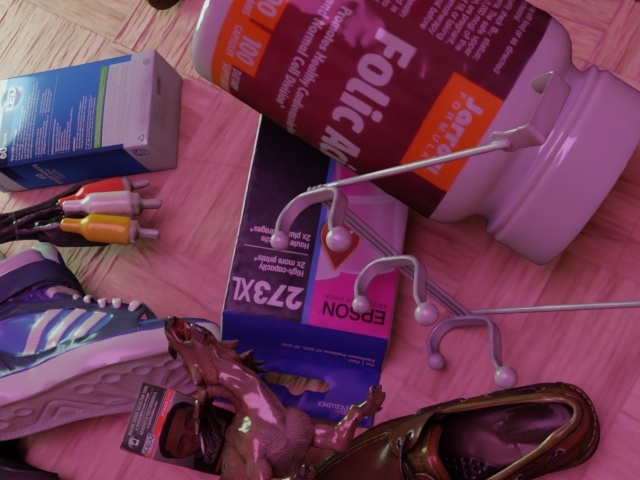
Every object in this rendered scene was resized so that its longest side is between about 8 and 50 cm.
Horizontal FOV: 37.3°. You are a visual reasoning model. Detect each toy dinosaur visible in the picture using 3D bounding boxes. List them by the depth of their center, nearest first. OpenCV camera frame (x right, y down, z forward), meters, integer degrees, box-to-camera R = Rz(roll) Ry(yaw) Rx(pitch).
[{"bbox_3d":[-0.058,0.219,0.895,0.200,0.127,0.296,5,94,40],"label":"toy dinosaur"}]

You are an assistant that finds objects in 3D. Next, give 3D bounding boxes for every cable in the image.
[{"bbox_3d":[-0.333,-0.034,1.110,0.287,0.072,0.139,-2,40,-17],"label":"cable"}]

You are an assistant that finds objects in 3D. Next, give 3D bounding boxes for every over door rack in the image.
[{"bbox_3d":[0.133,0.019,0.812,0.324,0.239,0.108,-22,37,47],"label":"over door rack"}]

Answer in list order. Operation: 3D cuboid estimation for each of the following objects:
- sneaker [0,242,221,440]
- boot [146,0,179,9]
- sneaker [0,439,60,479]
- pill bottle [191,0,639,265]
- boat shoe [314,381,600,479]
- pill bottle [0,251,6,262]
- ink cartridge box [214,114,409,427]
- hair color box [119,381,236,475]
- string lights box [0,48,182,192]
[{"bbox_3d":[-0.274,0.078,1.087,0.322,0.130,0.236,-17,55,4],"label":"sneaker"},{"bbox_3d":[-0.198,-0.429,1.268,0.213,0.077,0.165,-49,60,2],"label":"boot"},{"bbox_3d":[-0.384,0.228,1.099,0.222,0.083,0.118,7,74,24],"label":"sneaker"},{"bbox_3d":[0.095,-0.156,0.911,0.392,0.224,0.224,32,84,3],"label":"pill bottle"},{"bbox_3d":[0.109,0.202,0.903,0.307,0.104,0.111,-26,67,13],"label":"boat shoe"},{"bbox_3d":[-0.489,0.065,1.184,0.108,0.108,0.180,39,88,28],"label":"pill bottle"},{"bbox_3d":[0.000,0.000,1.014,0.175,0.069,0.371,9,76,1],"label":"ink cartridge box"},{"bbox_3d":[-0.142,0.197,0.982,0.043,0.141,0.072,11,76,28],"label":"hair color box"},{"bbox_3d":[-0.312,-0.149,1.210,0.259,0.077,0.133,-6,69,19],"label":"string lights box"}]
